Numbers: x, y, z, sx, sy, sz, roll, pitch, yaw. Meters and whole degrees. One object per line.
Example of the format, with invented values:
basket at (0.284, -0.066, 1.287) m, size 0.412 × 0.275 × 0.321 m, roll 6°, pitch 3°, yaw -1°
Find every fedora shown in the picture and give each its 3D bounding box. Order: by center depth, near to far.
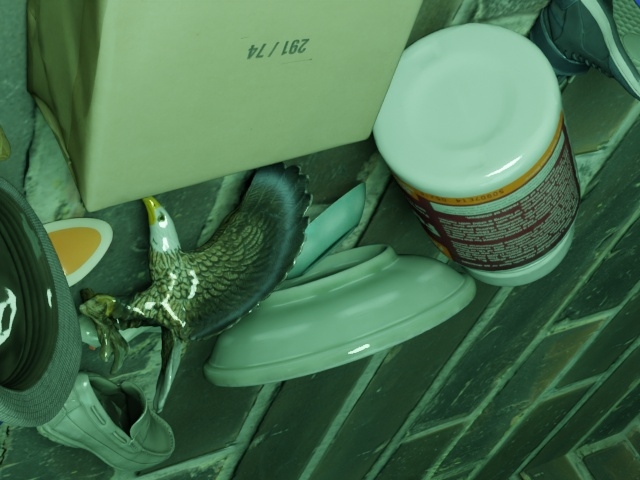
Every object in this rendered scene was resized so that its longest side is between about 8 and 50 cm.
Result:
fedora at (-0.365, 0.063, 1.104) m, size 0.124 × 0.243 × 0.275 m, roll -10°, pitch 125°, yaw 15°

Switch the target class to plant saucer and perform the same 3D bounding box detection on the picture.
plant saucer at (0.000, 0.000, 1.458) m, size 0.195 × 0.037 × 0.195 m, roll -42°, pitch 175°, yaw -5°
plant saucer at (0.014, 0.085, 1.515) m, size 0.400 × 0.100 × 0.400 m, roll -19°, pitch -174°, yaw 2°

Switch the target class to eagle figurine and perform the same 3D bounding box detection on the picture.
eagle figurine at (-0.139, 0.035, 1.287) m, size 0.298 × 0.226 × 0.225 m, roll -22°, pitch 138°, yaw -11°

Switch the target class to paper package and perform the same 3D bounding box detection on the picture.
paper package at (-0.083, -0.208, 0.984) m, size 0.325 × 0.168 × 0.309 m, roll -17°, pitch 149°, yaw -27°

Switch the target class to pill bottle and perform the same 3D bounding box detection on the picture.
pill bottle at (0.219, -0.090, 1.415) m, size 0.224 × 0.224 × 0.392 m, roll -33°, pitch 152°, yaw 3°

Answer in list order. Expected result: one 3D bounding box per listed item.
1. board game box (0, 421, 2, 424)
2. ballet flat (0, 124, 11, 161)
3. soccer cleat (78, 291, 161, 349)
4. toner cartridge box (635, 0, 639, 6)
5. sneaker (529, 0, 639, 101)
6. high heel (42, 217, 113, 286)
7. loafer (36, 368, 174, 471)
board game box at (-0.486, 0.214, 1.331) m, size 0.213 × 0.046 × 0.317 m, roll -4°, pitch 153°, yaw -40°
ballet flat at (-0.390, -0.138, 0.880) m, size 0.342 × 0.116 × 0.124 m, roll 7°, pitch 114°, yaw -45°
soccer cleat at (-0.241, 0.096, 1.439) m, size 0.196 × 0.068 × 0.076 m, roll -4°, pitch 127°, yaw -43°
toner cartridge box at (0.548, -0.342, 1.490) m, size 0.348 × 0.075 × 0.165 m, roll -1°, pitch 141°, yaw -45°
sneaker at (0.334, -0.216, 1.327) m, size 0.086 × 0.226 × 0.163 m, roll -2°, pitch 145°, yaw -27°
high heel at (-0.353, 0.050, 1.259) m, size 0.244 × 0.082 × 0.117 m, roll -37°, pitch -176°, yaw -17°
loafer at (-0.296, 0.266, 1.601) m, size 0.111 × 0.112 × 0.319 m, roll -28°, pitch 153°, yaw 12°
